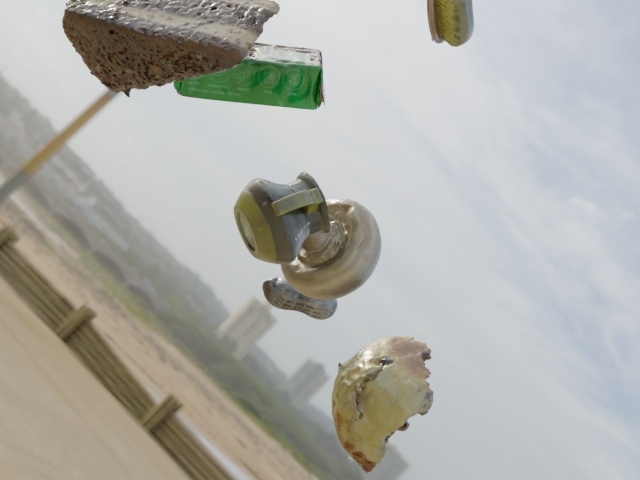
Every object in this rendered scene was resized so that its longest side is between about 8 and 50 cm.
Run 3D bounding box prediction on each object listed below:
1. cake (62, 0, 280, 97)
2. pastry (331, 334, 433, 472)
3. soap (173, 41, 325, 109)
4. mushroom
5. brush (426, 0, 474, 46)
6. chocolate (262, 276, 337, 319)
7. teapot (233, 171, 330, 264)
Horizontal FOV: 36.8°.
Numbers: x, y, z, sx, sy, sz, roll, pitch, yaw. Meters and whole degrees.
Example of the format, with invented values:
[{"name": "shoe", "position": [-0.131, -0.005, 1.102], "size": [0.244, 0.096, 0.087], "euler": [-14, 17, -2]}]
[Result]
[{"name": "cake", "position": [-0.184, -0.258, 1.100], "size": [0.246, 0.112, 0.135], "euler": [-3, -40, 45]}, {"name": "pastry", "position": [0.099, 0.297, 1.842], "size": [0.170, 0.237, 0.256], "euler": [28, 24, -4]}, {"name": "soap", "position": [-0.123, -0.307, 1.750], "size": [0.273, 0.098, 0.218], "euler": [5, 19, -3]}, {"name": "mushroom", "position": [0.000, 0.000, 1.800], "size": [0.207, 0.207, 0.215], "euler": [35, -3, 46]}, {"name": "brush", "position": [0.196, -0.393, 1.438], "size": [0.067, 0.072, 0.313], "euler": [36, -14, 25]}, {"name": "chocolate", "position": [-0.045, 0.122, 2.051], "size": [0.167, 0.072, 0.072], "euler": [15, -10, -1]}, {"name": "teapot", "position": [-0.050, -0.038, 1.353], "size": [0.130, 0.119, 0.166], "euler": [65, -17, 4]}]
